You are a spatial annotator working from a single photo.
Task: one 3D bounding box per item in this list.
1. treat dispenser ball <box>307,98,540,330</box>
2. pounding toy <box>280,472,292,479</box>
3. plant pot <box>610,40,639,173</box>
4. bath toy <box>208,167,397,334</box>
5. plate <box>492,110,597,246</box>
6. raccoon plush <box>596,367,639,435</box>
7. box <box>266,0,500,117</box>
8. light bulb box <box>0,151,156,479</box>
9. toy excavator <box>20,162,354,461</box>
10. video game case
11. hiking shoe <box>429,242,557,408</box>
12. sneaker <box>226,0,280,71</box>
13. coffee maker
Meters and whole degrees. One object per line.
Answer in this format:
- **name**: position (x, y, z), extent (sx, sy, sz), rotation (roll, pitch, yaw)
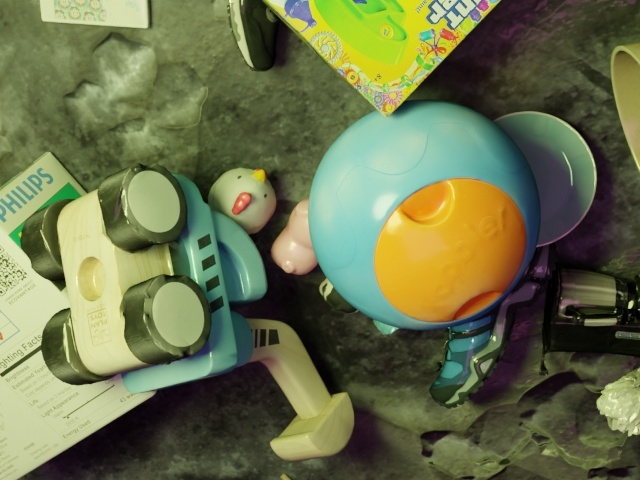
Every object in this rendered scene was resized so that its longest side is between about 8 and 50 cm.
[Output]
- **treat dispenser ball**: position (0.128, -0.032, 1.129), extent (0.288, 0.288, 0.288), rotation (4, 116, 8)
- **pounding toy**: position (0.003, 0.483, 1.560), extent (0.141, 0.100, 0.130), rotation (-3, 129, 14)
- **plant pot**: position (0.532, -0.164, 1.088), extent (0.274, 0.256, 0.256), rotation (-20, 110, 7)
- **bath toy**: position (0.000, 0.000, 1.304), extent (0.348, 0.129, 0.151), rotation (30, 82, -6)
- **plate**: position (0.283, -0.083, 1.243), extent (0.188, 0.024, 0.188), rotation (0, 88, 15)
- **raccoon plush**: position (0.557, 0.055, 1.129), extent (0.446, 0.216, 0.299), rotation (-22, 109, -16)
- **box**: position (0.066, -0.352, 1.045), extent (0.279, 0.177, 0.290), rotation (41, 98, -18)
- **light bulb box**: position (-0.455, 0.126, 1.383), extent (0.358, 0.225, 0.361), rotation (-33, 105, 22)
- **toy excavator**: position (-0.140, 0.118, 1.262), extent (0.222, 0.445, 0.433), rotation (-20, 78, 38)
- **video game case**: position (-0.314, -0.369, 1.240), extent (0.157, 0.019, 0.143), rotation (5, 116, 7)
- **hiking shoe**: position (0.226, 0.105, 1.336), extent (0.132, 0.113, 0.304), rotation (28, 107, 4)
- **sneaker**: position (-0.059, -0.358, 1.159), extent (0.124, 0.107, 0.283), rotation (-3, 114, 5)
- **coffee maker**: position (0.418, 0.117, 1.308), extent (0.178, 0.120, 0.171), rotation (5, 139, 8)
